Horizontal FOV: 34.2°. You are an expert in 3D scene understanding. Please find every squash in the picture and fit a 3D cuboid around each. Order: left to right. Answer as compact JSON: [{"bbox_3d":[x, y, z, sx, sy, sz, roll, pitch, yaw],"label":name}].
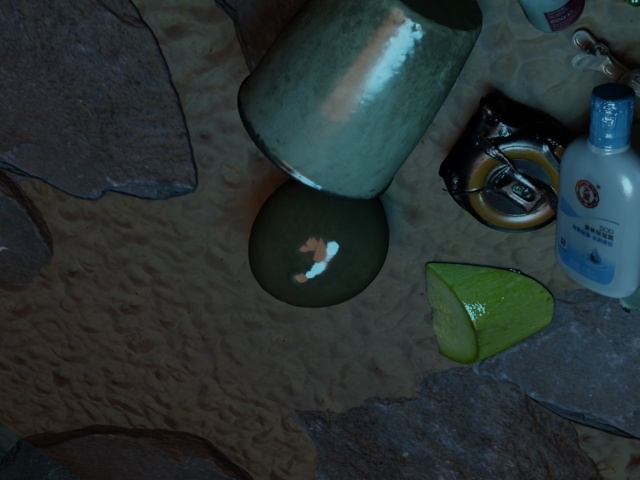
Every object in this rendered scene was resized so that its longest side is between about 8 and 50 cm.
[{"bbox_3d":[0.327,0.139,2.007,0.204,0.155,0.236,37,151,47],"label":"squash"}]

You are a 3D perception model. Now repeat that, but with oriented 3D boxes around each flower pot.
[{"bbox_3d":[0.074,-0.267,1.600,0.294,0.293,0.330,35,128,-7],"label":"flower pot"}]

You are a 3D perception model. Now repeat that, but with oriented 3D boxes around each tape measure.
[{"bbox_3d":[0.317,-0.115,1.714,0.223,0.135,0.202,27,125,-6],"label":"tape measure"}]

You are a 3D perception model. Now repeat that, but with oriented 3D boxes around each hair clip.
[{"bbox_3d":[0.475,-0.240,1.580,0.226,0.072,0.034,31,137,-4],"label":"hair clip"}]

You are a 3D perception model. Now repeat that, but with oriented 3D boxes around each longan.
[{"bbox_3d":[0.000,0.000,1.871,0.258,0.258,0.258,13,132,14],"label":"longan"}]

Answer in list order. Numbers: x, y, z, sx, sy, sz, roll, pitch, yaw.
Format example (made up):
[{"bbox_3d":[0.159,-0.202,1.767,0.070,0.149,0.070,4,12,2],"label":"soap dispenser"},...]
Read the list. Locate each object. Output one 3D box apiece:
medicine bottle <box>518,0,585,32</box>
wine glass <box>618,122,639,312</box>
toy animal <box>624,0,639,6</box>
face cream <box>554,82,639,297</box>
[{"bbox_3d":[0.311,-0.367,1.454,0.091,0.090,0.217,3,171,22],"label":"medicine bottle"},{"bbox_3d":[0.537,-0.032,1.687,0.144,0.143,0.321,0,126,25],"label":"wine glass"},{"bbox_3d":[0.426,-0.399,1.454,0.251,0.127,0.125,26,129,27],"label":"toy animal"},{"bbox_3d":[0.431,-0.076,1.579,0.163,0.080,0.336,36,143,43],"label":"face cream"}]
